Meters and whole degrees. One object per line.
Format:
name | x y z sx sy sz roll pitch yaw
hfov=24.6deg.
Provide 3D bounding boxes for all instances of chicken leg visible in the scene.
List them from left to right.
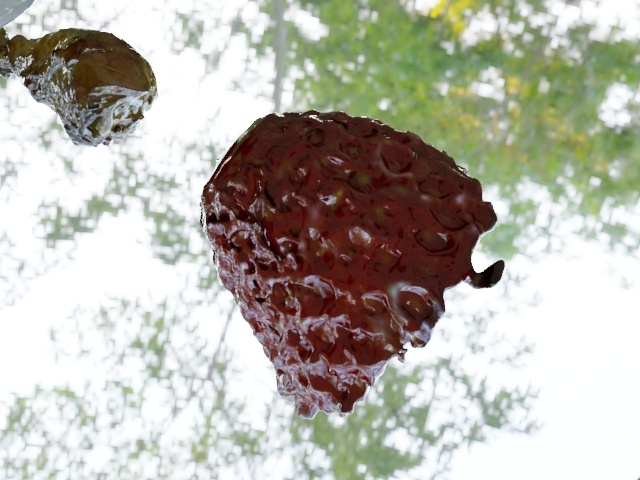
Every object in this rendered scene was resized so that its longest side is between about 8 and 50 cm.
chicken leg | -0.245 -0.155 1.325 0.251 0.107 0.087 22 -146 35

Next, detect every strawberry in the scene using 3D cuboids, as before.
strawberry | 0.000 0.000 1.046 0.178 0.234 0.234 37 -148 -16

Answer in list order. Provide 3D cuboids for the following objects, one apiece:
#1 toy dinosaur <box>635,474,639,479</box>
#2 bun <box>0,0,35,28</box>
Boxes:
toy dinosaur | 0.321 0.096 0.831 0.188 0.247 0.075 34 -172 22
bun | -0.314 -0.253 1.225 0.175 0.263 0.263 51 -140 -5
